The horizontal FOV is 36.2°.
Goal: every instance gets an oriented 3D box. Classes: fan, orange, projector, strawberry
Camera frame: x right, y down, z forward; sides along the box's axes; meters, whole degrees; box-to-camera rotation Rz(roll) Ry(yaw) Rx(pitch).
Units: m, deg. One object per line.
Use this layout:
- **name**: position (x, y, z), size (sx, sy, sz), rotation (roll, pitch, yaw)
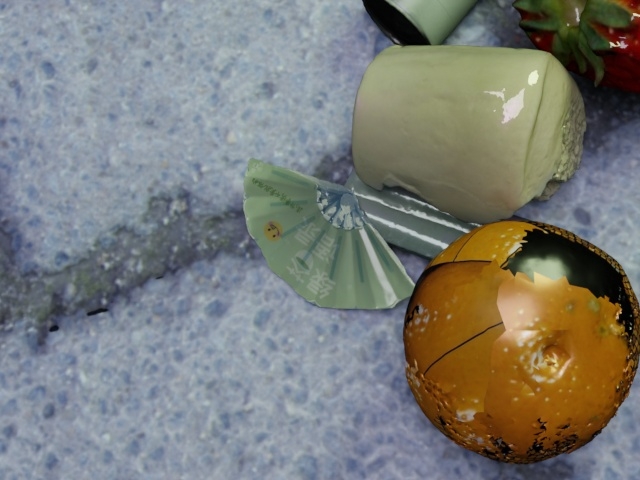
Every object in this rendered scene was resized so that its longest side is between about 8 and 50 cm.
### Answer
- **fan**: position (0.000, 0.000, 1.061), size (0.240, 0.009, 0.131), rotation (38, 109, 14)
- **orange**: position (0.191, 0.095, 0.936), size (0.234, 0.182, 0.234), rotation (0, 101, -2)
- **projector**: position (0.190, -0.360, 1.088), size (0.108, 0.108, 0.337), rotation (40, 86, 14)
- **strawberry**: position (0.350, -0.268, 0.987), size (0.277, 0.257, 0.257), rotation (-10, 73, -30)

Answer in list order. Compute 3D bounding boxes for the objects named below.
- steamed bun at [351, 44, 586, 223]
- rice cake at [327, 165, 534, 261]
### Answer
- **steamed bun**: position (0.140, -0.105, 1.007), size (0.225, 0.200, 0.170), rotation (10, 84, 25)
- **rice cake**: position (0.122, -0.016, 1.054), size (0.222, 0.042, 0.080), rotation (20, 85, 12)
